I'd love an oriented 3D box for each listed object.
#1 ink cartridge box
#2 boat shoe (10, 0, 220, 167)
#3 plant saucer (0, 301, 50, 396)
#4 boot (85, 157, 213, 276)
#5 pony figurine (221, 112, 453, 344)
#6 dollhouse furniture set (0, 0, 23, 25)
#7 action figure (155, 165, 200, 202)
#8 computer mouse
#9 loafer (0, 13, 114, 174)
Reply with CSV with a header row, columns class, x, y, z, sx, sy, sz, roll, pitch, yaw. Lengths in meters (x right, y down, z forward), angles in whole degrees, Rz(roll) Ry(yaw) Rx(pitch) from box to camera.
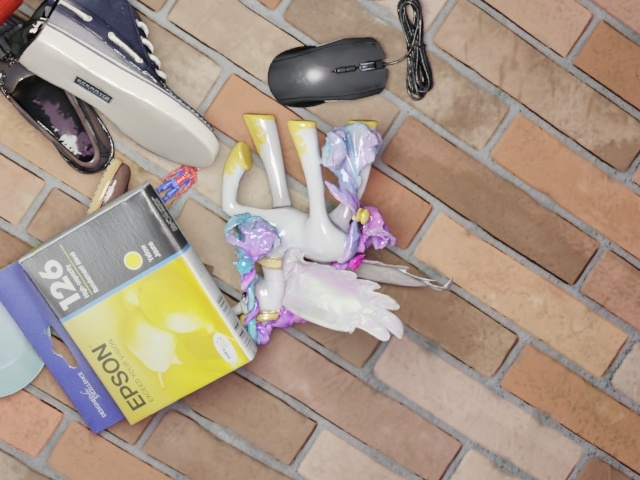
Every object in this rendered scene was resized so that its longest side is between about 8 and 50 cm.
class,x,y,z,sx,sy,sz,roll,pitch,yaw
ink cartridge box,-0.303,0.115,1.620,0.307,0.072,0.303,-30,102,10
boat shoe,-0.274,-0.258,1.622,0.340,0.127,0.158,35,58,-22
plant saucer,-0.515,0.146,1.687,0.195,0.037,0.195,-1,97,-5
boot,-0.264,0.012,1.677,0.207,0.090,0.248,15,101,-8
pony figurine,0.000,0.000,1.634,0.351,0.303,0.363,6,100,26
dollhouse furniture set,-0.338,-0.426,1.485,0.152,0.201,0.374,36,60,-6
action figure,-0.231,-0.084,1.697,0.115,0.030,0.038,-38,93,-3
computer mouse,0.047,-0.302,1.684,0.262,0.060,0.184,-4,97,-6
loafer,-0.418,-0.228,1.627,0.109,0.095,0.302,-39,99,-1
